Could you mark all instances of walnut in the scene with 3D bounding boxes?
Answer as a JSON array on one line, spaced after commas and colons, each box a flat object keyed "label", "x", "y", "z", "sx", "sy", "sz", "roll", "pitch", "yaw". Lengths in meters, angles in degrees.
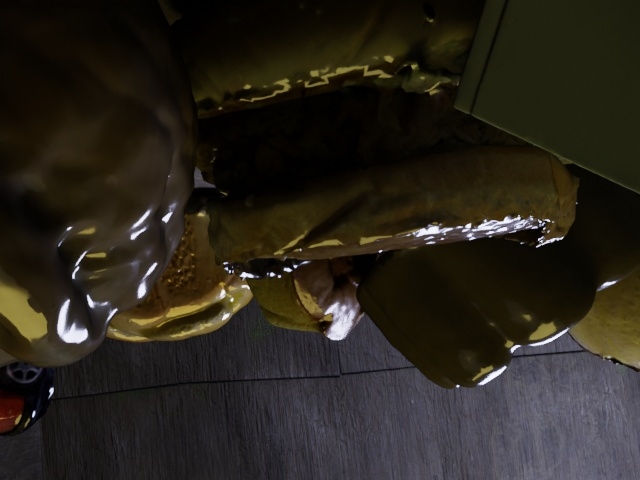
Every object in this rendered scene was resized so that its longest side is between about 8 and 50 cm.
[{"label": "walnut", "x": -0.184, "y": -0.051, "z": 0.368, "sx": 0.248, "sy": 0.249, "sz": 0.248, "roll": -6, "pitch": 175, "yaw": -1}]

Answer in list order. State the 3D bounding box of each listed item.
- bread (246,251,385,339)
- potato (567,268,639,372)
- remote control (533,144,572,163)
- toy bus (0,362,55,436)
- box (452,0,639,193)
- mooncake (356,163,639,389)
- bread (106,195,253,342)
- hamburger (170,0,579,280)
[{"label": "bread", "x": 0.000, "y": 0.000, "z": 1.028, "sx": 0.148, "sy": 0.270, "sz": 0.270, "roll": 2, "pitch": 180, "yaw": 30}, {"label": "potato", "x": 0.582, "y": -0.009, "z": 1.277, "sx": 0.385, "sy": 0.319, "sz": 0.442, "roll": -38, "pitch": -151, "yaw": -10}, {"label": "remote control", "x": 0.287, "y": -0.133, "z": 0.743, "sx": 0.250, "sy": 0.103, "sz": 0.034, "roll": -7, "pitch": 173, "yaw": 2}, {"label": "toy bus", "x": -0.332, "y": 0.028, "z": 0.669, "sx": 0.127, "sy": 0.303, "sz": 0.147, "roll": -7, "pitch": 172, "yaw": 42}, {"label": "box", "x": 0.229, "y": -0.085, "z": 0.343, "sx": 0.225, "sy": 0.118, "sz": 0.225, "roll": -16, "pitch": -140, "yaw": -43}, {"label": "mooncake", "x": 0.233, "y": 0.018, "z": 0.923, "sx": 0.378, "sy": 0.201, "sz": 0.378, "roll": -40, "pitch": 170, "yaw": -8}, {"label": "bread", "x": -0.273, "y": 0.050, "z": 1.341, "sx": 0.315, "sy": 0.270, "sz": 0.211, "roll": -12, "pitch": -170, "yaw": -7}, {"label": "hamburger", "x": 0.050, "y": -0.075, "z": 0.562, "sx": 0.276, "sy": 0.195, "sz": 0.318, "roll": -9, "pitch": 177, "yaw": 7}]
